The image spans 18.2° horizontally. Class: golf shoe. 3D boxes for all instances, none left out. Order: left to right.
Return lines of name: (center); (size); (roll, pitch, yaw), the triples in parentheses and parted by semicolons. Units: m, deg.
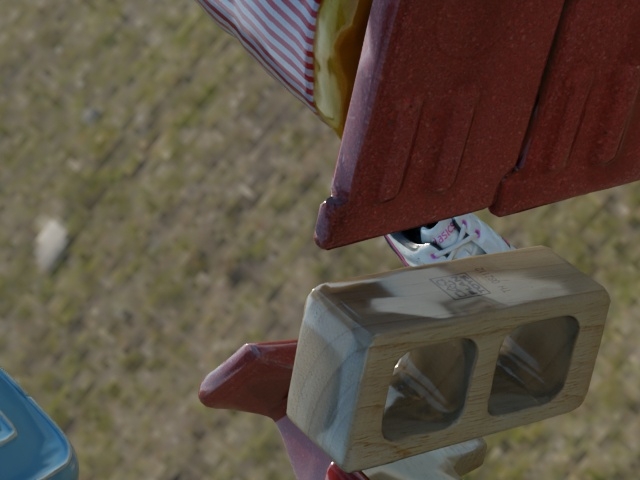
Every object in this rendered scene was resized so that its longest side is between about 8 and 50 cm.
golf shoe: (0.098, 0.021, 1.343); (0.186, 0.086, 0.067); (40, 90, 33)

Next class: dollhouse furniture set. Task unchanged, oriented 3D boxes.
dollhouse furniture set: (0.000, 0.000, 0.792); (0.201, 0.152, 0.374); (44, 132, 42)

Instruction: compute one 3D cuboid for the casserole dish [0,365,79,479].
casserole dish: (-0.172, 0.092, 0.844); (0.037, 0.114, 0.188); (-54, -17, 24)
